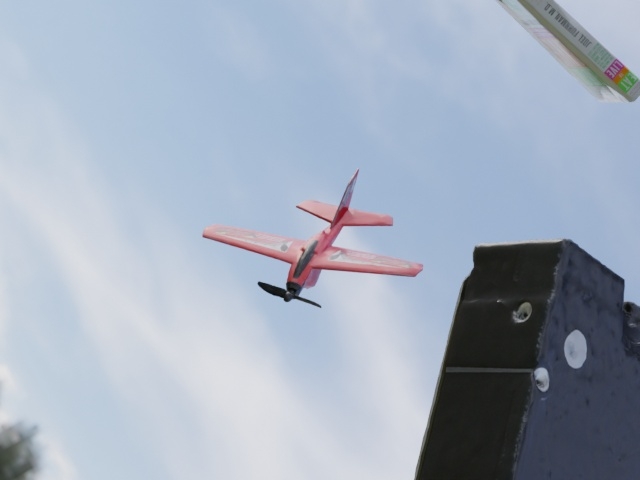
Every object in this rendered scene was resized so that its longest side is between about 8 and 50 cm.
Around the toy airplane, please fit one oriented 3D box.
[{"bbox_3d":[0.000,0.000,1.197,0.151,0.151,0.028,42,-39,45],"label":"toy airplane"}]

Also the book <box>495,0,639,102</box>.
[{"bbox_3d":[0.220,-0.180,1.599,0.144,0.035,0.096,41,1,-10],"label":"book"}]

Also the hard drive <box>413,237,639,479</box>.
[{"bbox_3d":[0.120,0.198,0.839,0.064,0.339,0.237,-5,-27,43],"label":"hard drive"}]
